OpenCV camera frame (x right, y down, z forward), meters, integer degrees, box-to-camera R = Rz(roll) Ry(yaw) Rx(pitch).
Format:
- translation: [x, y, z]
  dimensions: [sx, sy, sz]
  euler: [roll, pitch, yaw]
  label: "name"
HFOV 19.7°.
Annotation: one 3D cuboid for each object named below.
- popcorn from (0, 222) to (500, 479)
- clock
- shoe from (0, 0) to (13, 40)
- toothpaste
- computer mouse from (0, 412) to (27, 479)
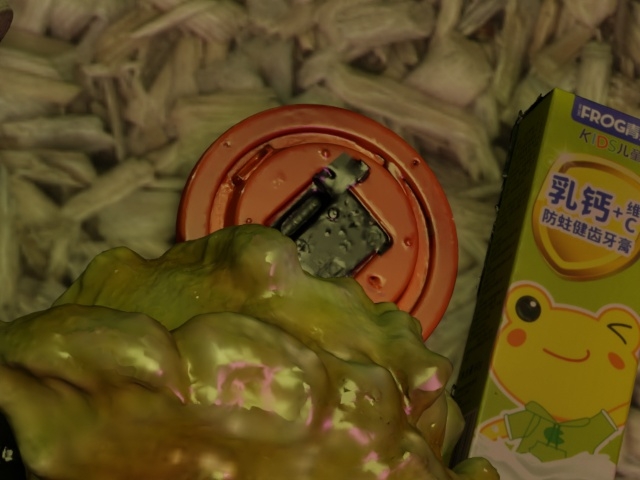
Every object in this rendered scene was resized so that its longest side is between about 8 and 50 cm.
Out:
- translation: [-0.050, 0.124, 1.118]
  dimensions: [0.335, 0.279, 0.274]
  euler: [35, 110, -6]
  label: "popcorn"
- translation: [0.000, 0.000, 1.298]
  dimensions: [0.205, 0.051, 0.205]
  euler: [5, 72, -15]
  label: "clock"
- translation: [-0.365, -0.130, 1.196]
  dimensions: [0.316, 0.124, 0.159]
  euler: [-29, 83, -28]
  label: "shoe"
- translation: [0.168, 0.057, 1.316]
  dimensions: [0.110, 0.077, 0.327]
  euler: [20, 68, -9]
  label: "toothpaste"
- translation: [-0.234, 0.139, 1.178]
  dimensions: [0.172, 0.057, 0.099]
  euler: [4, 70, -19]
  label: "computer mouse"
